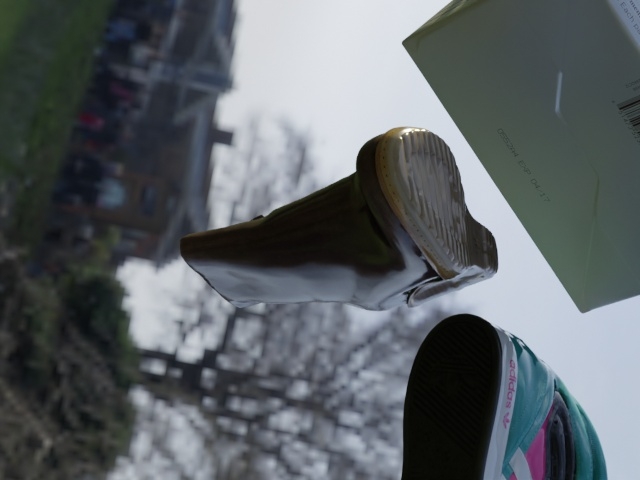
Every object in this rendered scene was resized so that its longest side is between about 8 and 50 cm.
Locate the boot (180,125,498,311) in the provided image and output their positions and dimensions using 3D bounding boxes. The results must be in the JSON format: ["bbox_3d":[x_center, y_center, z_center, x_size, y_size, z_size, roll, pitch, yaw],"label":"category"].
[{"bbox_3d":[0.000,0.000,1.262,0.248,0.207,0.090,46,39,-66],"label":"boot"}]

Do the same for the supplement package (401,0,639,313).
[{"bbox_3d":[0.232,-0.108,1.405,0.145,0.262,0.204,-42,-168,-37],"label":"supplement package"}]

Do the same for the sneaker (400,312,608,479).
[{"bbox_3d":[0.126,0.217,1.389,0.124,0.178,0.295,8,-100,43],"label":"sneaker"}]
